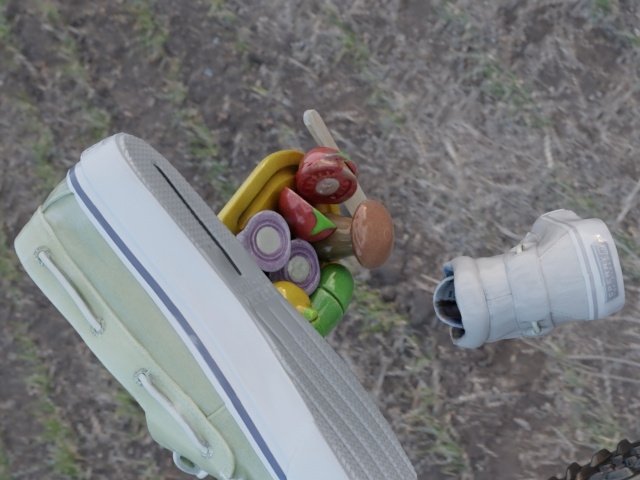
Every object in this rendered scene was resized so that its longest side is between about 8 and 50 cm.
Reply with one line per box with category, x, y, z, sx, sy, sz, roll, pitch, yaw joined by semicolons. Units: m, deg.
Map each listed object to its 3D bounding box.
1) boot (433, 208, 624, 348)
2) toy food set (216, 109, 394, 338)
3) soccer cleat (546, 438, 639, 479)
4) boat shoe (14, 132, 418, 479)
boot;0.146;0.030;0.885;0.123;0.258;0.095;-12;85;3
toy food set;0.000;0.000;0.824;0.071;0.128;0.218;-1;40;34
soccer cleat;0.289;0.144;0.691;0.108;0.318;0.116;145;104;-76
boat shoe;-0.050;0.080;0.625;0.094;0.109;0.302;-41;78;14
